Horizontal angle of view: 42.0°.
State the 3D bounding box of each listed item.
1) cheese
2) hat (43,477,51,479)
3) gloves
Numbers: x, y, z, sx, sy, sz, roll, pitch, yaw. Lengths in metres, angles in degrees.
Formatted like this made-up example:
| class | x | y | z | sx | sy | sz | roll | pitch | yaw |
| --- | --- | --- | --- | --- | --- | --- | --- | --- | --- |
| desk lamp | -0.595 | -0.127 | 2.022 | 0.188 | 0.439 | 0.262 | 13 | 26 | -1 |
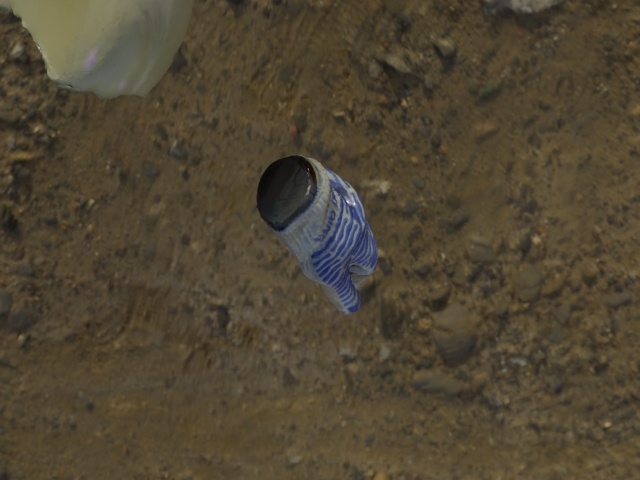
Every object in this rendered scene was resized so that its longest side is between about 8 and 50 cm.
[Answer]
| class | x | y | z | sx | sy | sz | roll | pitch | yaw |
| --- | --- | --- | --- | --- | --- | --- | --- | --- | --- |
| cheese | -0.248 | -0.278 | 0.857 | 0.266 | 0.127 | 0.233 | 45 | 120 | 19 |
| hat | -0.264 | 0.320 | 0.732 | 0.144 | 0.166 | 0.173 | 46 | 123 | 17 |
| gloves | 0.005 | -0.002 | 0.823 | 0.097 | 0.119 | 0.229 | -7 | 155 | 7 |
